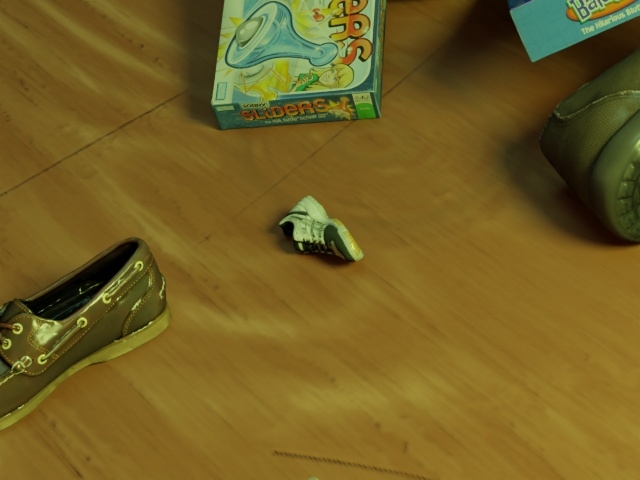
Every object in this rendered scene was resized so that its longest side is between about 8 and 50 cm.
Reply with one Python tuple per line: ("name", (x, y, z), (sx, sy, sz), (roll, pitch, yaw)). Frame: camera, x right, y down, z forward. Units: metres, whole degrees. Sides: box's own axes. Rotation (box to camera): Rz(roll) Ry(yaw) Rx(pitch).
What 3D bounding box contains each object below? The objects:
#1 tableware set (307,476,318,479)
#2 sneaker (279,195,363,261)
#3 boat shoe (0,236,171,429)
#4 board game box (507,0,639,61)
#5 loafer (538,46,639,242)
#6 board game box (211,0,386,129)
("tableware set", (0.027, 0.205, 1.137), (0.169, 0.020, 0.141), (9, 43, 24))
("sneaker", (0.000, 0.000, 1.400), (0.037, 0.032, 0.083), (-38, 38, -10))
("boat shoe", (-0.202, 0.067, 1.334), (0.207, 0.073, 0.073), (-33, 43, -23))
("board game box", (0.224, -0.205, 1.484), (0.160, 0.047, 0.210), (-24, 11, 8))
("loafer", (0.302, -0.145, 1.408), (0.366, 0.134, 0.130), (-34, 43, -25))
("board game box", (-0.013, -0.185, 1.587), (0.136, 0.035, 0.201), (-4, 54, 11))
